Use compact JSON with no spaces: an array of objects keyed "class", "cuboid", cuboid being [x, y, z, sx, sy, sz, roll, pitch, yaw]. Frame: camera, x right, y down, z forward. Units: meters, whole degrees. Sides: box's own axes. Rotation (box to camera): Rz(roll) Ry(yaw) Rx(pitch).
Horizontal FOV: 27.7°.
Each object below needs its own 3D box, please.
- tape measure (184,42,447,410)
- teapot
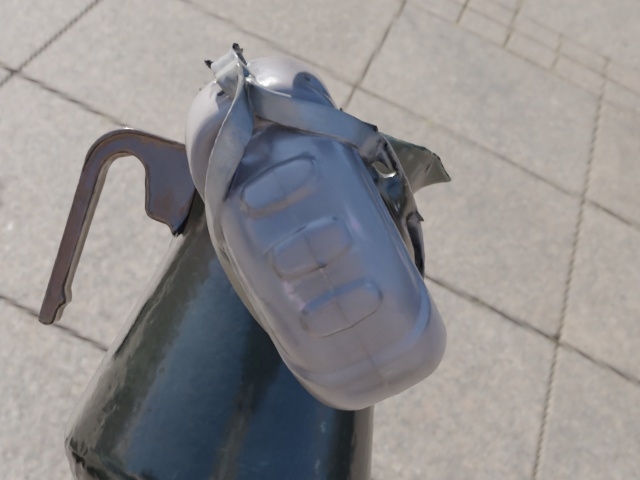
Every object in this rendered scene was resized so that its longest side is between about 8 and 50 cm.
[{"class":"tape measure","cuboid":[0.000,0.000,0.744,0.197,0.120,0.236,65,4,15]},{"class":"teapot","cuboid":[-0.070,0.058,1.046,0.300,0.344,0.253,17,2,2]}]
